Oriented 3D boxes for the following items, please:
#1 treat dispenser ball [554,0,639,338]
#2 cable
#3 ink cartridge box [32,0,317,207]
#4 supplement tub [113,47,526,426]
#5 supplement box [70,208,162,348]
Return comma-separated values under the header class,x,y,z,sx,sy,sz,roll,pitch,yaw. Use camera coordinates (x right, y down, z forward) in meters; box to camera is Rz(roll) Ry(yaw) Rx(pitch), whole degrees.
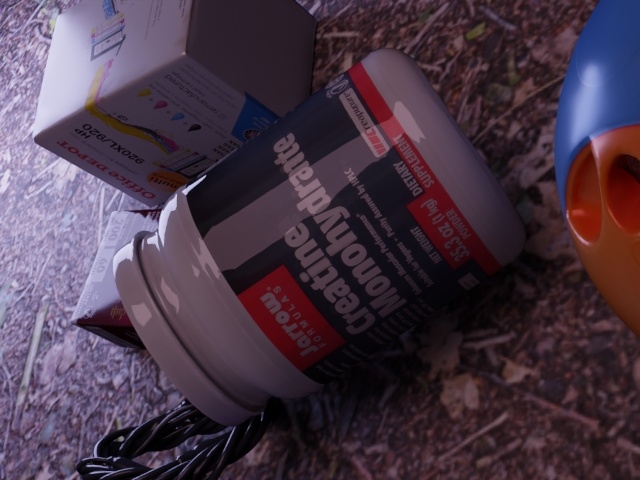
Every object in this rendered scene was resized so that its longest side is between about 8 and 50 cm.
class,x,y,z,sx,sy,sz,roll,pitch,yaw
treat dispenser ball,0.268,-0.050,0.589,0.288,0.288,0.288,-24,50,32
cable,-0.120,0.177,0.952,0.184,0.047,0.150,-19,16,9
ink cartridge box,-0.150,-0.169,1.173,0.233,0.171,0.168,-20,52,36
supplement tub,0.000,0.000,0.867,0.272,0.191,0.191,-35,44,8
supplement box,-0.127,0.038,1.092,0.239,0.073,0.130,-2,64,43
